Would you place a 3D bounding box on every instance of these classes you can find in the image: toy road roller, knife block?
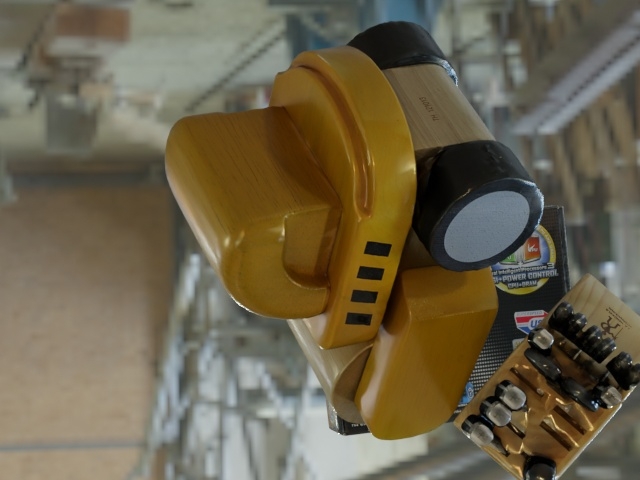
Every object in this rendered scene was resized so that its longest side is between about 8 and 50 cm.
[{"bbox_3d":[0.000,0.000,1.447,0.240,0.202,0.329,-9,137,-24],"label":"toy road roller"},{"bbox_3d":[0.153,0.144,1.419,0.242,0.088,0.276,-39,168,-44],"label":"knife block"}]

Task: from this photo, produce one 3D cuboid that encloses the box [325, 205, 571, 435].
[{"bbox_3d":[0.132,0.082,1.976,0.270,0.216,0.060,-6,-177,-12],"label":"box"}]
